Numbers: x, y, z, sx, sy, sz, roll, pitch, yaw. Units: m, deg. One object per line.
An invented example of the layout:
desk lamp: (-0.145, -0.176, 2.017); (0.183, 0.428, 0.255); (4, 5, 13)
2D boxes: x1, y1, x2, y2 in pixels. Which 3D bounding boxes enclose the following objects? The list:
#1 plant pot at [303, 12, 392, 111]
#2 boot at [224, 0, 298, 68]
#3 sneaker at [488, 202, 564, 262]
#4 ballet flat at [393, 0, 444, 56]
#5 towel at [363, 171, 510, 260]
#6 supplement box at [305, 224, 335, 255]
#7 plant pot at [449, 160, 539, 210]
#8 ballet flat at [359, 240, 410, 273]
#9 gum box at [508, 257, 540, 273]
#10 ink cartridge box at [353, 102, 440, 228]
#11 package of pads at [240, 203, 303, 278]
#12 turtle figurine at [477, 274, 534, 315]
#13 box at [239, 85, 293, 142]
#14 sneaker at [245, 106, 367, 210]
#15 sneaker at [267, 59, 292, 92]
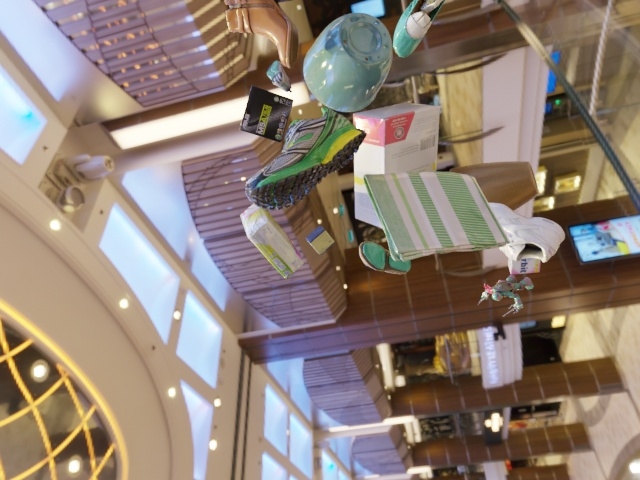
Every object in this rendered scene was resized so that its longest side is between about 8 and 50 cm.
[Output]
plant pot: (0.112, -0.623, 1.628); (0.235, 0.293, 0.292); (149, 112, -70)
boot: (-0.191, -0.684, 1.520); (0.109, 0.220, 0.283); (-58, -38, -72)
sneaker: (0.576, -0.024, 1.474); (0.152, 0.305, 0.114); (-52, -37, -28)
ballet flat: (0.279, -0.621, 1.298); (0.247, 0.083, 0.087); (-61, 20, 1)
towel: (0.288, -0.070, 1.187); (0.038, 0.325, 0.247); (116, 143, -54)
supplement box: (0.000, 0.000, 1.962); (0.083, 0.083, 0.056); (50, 177, -27)
plant pot: (0.611, -0.176, 1.663); (0.237, 0.254, 0.237); (33, -131, -48)
ballet flat: (0.158, 0.053, 1.282); (0.206, 0.067, 0.073); (23, -111, -39)
gum box: (0.785, 0.045, 1.838); (0.062, 0.107, 0.188); (-78, -21, -54)
ink cartridge box: (0.265, -0.266, 1.679); (0.279, 0.160, 0.384); (-22, -59, -35)
package of pads: (-0.188, -0.015, 1.786); (0.229, 0.101, 0.296); (51, -179, -25)
turtle figurine: (0.788, 0.222, 2.029); (0.175, 0.234, 0.118); (31, 137, 43)
box: (-0.227, -0.528, 2.006); (0.045, 0.184, 0.190); (-127, 55, -71)
sneaker: (-0.050, -0.195, 1.128); (0.146, 0.343, 0.134); (43, 148, 11)
sneaker: (-0.188, -0.763, 2.247); (0.098, 0.083, 0.223); (38, -155, -37)
